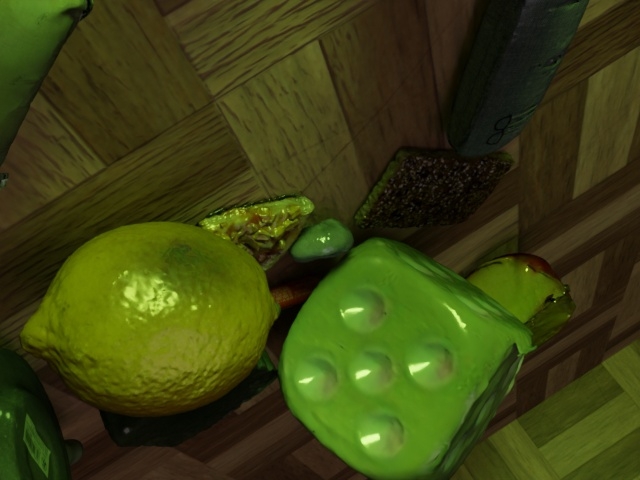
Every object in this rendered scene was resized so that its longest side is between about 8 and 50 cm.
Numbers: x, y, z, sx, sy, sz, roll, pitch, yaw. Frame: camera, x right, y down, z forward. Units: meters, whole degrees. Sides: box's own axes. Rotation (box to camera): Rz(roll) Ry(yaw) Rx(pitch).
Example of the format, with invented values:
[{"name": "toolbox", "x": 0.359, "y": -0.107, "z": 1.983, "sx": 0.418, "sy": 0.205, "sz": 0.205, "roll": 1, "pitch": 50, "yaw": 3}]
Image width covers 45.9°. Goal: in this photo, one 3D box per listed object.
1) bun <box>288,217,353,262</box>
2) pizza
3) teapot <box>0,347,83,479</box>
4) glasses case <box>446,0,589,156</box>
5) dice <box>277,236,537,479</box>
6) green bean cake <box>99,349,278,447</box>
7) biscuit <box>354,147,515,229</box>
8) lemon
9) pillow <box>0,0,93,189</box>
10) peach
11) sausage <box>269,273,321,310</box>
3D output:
[{"name": "bun", "x": 0.000, "y": 0.000, "z": 0.903, "sx": 0.083, "sy": 0.045, "sz": 0.083, "roll": -15, "pitch": 174, "yaw": -2}, {"name": "pizza", "x": -0.085, "y": 0.005, "z": 0.838, "sx": 0.178, "sy": 0.041, "sz": 0.131, "roll": -35, "pitch": 149, "yaw": 2}, {"name": "teapot", "x": -0.386, "y": 0.233, "z": 0.765, "sx": 0.239, "sy": 0.321, "sz": 0.239, "roll": -14, "pitch": 108, "yaw": -3}, {"name": "glasses case", "x": 0.209, "y": -0.198, "z": 0.805, "sx": 0.109, "sy": 0.067, "sz": 0.282, "roll": -21, "pitch": 150, "yaw": -26}, {"name": "dice", "x": 0.116, "y": 0.162, "z": 1.002, "sx": 0.249, "sy": 0.254, "sz": 0.252, "roll": -59, "pitch": 156, "yaw": 11}, {"name": "green bean cake", "x": -0.167, "y": 0.181, "z": 0.962, "sx": 0.183, "sy": 0.094, "sz": 0.185, "roll": -39, "pitch": 151, "yaw": 7}, {"name": "biscuit", "x": 0.154, "y": -0.065, "z": 0.990, "sx": 0.231, "sy": 0.025, "sz": 0.131, "roll": -5, "pitch": 140, "yaw": -41}, {"name": "lemon", "x": -0.151, "y": 0.073, "z": 0.723, "sx": 0.257, "sy": 0.188, "sz": 0.188, "roll": -6, "pitch": 140, "yaw": -32}, {"name": "pillow", "x": -0.290, "y": -0.116, "z": 0.422, "sx": 0.302, "sy": 0.075, "sz": 0.185, "roll": 12, "pitch": 125, "yaw": -49}, {"name": "peach", "x": 0.298, "y": 0.136, "z": 1.291, "sx": 0.267, "sy": 0.158, "sz": 0.154, "roll": -46, "pitch": 138, "yaw": 17}, {"name": "sausage", "x": -0.058, "y": 0.077, "z": 0.979, "sx": 0.129, "sy": 0.034, "sz": 0.034, "roll": -17, "pitch": 146, "yaw": -27}]
